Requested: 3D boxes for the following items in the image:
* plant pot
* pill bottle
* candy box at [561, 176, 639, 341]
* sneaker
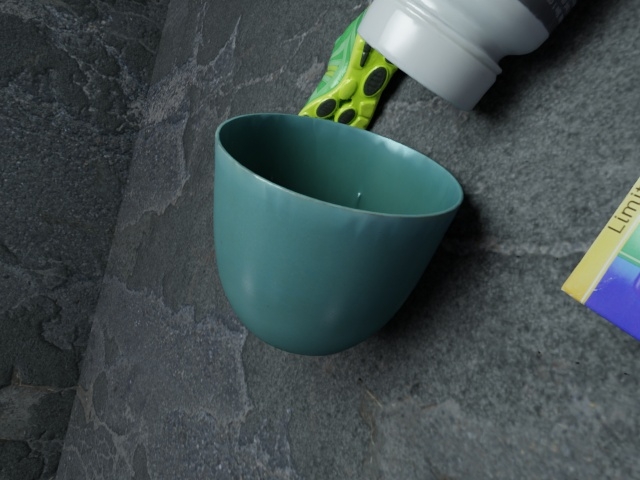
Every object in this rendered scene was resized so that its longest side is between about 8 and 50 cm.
[{"bbox_3d":[0.000,0.000,0.608,0.293,0.293,0.235,50,135,47],"label":"plant pot"},{"bbox_3d":[0.210,-0.336,0.504,0.361,0.204,0.204,-54,42,25],"label":"pill bottle"},{"bbox_3d":[0.361,0.009,0.259,0.317,0.122,0.268,46,115,50],"label":"candy box"},{"bbox_3d":[0.054,-0.261,0.784,0.295,0.109,0.123,-50,21,32],"label":"sneaker"}]
